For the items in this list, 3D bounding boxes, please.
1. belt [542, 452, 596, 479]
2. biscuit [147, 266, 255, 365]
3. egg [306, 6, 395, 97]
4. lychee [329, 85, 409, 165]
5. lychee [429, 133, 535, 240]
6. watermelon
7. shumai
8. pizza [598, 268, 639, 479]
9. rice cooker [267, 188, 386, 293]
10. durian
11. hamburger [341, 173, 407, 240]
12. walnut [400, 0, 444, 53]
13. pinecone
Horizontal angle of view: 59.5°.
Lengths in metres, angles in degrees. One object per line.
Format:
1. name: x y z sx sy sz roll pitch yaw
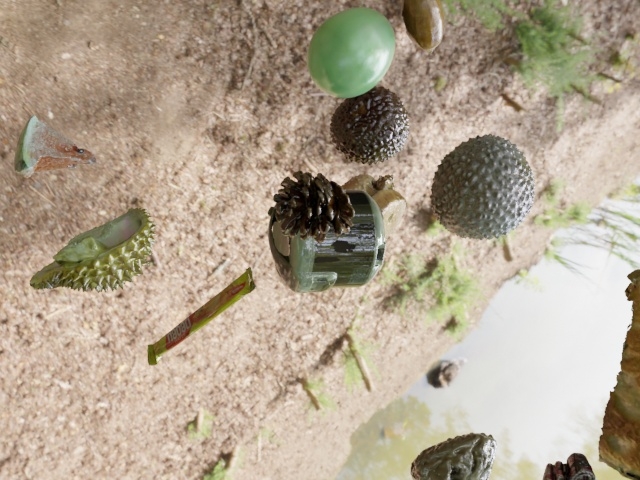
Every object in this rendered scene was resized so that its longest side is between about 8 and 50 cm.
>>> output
1. belt: 0.387 0.455 0.936 0.053 0.071 0.232 -36 140 -62
2. biscuit: -0.217 0.143 1.007 0.292 0.048 0.026 -37 145 25
3. egg: 0.085 -0.518 1.544 0.269 0.220 0.220 -50 135 -18
4. lychee: 0.168 -0.350 1.766 0.271 0.271 0.271 -20 124 -33
5. lychee: 0.446 -0.142 1.543 0.300 0.300 0.300 -20 124 -33
6. watermelon: -0.574 -0.192 1.181 0.158 0.098 0.121 -17 78 -44
7. shumai: 0.317 0.533 1.241 0.206 0.175 0.166 -21 149 -6
8. pizza: 0.647 0.231 0.938 0.130 0.440 0.406 -8 79 -36
9. rice cooker: 0.000 0.000 1.725 0.325 0.335 0.335 0 113 -20
10. durian: -0.483 0.030 1.244 0.306 0.166 0.172 -39 172 -31
11. hamburger: 0.204 -0.135 2.305 0.287 0.268 0.445 -48 161 -18
12. walnut: 0.276 -0.593 1.497 0.116 0.116 0.207 -42 133 -16
13. pinecone: -0.017 -0.075 1.267 0.195 0.179 0.150 12 113 -44
